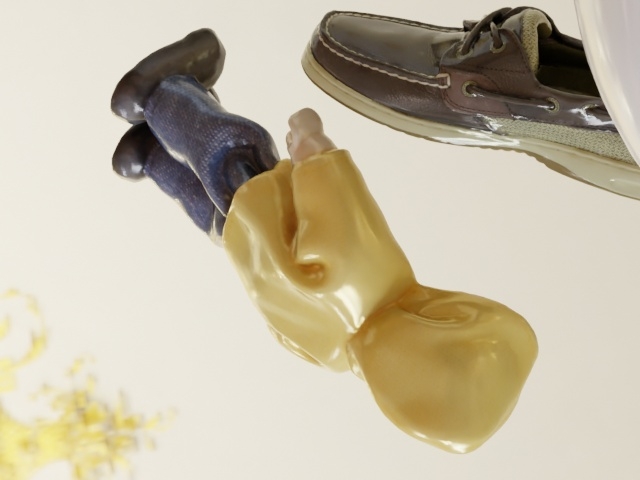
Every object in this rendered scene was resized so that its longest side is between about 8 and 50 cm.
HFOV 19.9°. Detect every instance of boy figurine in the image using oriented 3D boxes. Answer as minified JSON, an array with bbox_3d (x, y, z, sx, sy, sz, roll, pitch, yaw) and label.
[{"bbox_3d":[0.000,0.000,1.008,0.285,0.092,0.177,40,-30,24],"label":"boy figurine"}]

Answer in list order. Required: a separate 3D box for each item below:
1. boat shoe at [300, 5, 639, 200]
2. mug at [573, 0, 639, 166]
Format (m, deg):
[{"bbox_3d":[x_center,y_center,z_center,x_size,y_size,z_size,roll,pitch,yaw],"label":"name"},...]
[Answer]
[{"bbox_3d":[0.102,-0.087,0.942,0.223,0.080,0.073,19,-53,7],"label":"boat shoe"},{"bbox_3d":[0.239,-0.086,0.410,0.374,0.276,0.328,-4,-58,-8],"label":"mug"}]
